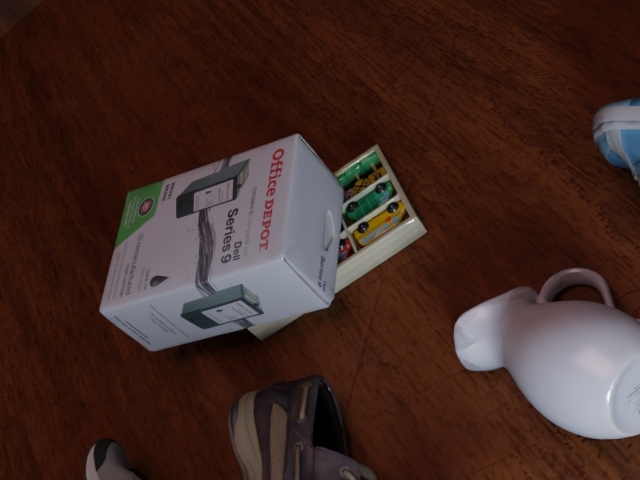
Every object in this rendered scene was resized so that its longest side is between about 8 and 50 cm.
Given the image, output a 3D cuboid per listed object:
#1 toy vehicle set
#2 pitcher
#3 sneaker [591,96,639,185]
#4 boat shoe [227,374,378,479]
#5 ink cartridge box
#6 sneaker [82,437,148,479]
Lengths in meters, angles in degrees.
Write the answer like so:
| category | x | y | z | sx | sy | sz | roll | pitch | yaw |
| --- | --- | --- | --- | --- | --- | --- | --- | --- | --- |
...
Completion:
| category | x | y | z | sx | sy | sz | roll | pitch | yaw |
| --- | --- | --- | --- | --- | --- | --- | --- | --- | --- |
| toy vehicle set | 0.000 | 0.000 | 1.293 | 0.266 | 0.035 | 0.166 | -34 | 42 | 10 |
| pitcher | 0.262 | 0.100 | 0.960 | 0.177 | 0.126 | 0.207 | -36 | 28 | -16 |
| sneaker | 0.362 | -0.041 | 0.969 | 0.127 | 0.319 | 0.208 | 1 | 92 | -5 |
| boat shoe | -0.002 | 0.273 | 0.997 | 0.130 | 0.132 | 0.355 | -34 | 43 | 10 |
| ink cartridge box | -0.127 | 0.005 | 1.265 | 0.289 | 0.121 | 0.211 | -17 | 48 | 26 |
| sneaker | -0.197 | 0.330 | 1.136 | 0.108 | 0.100 | 0.271 | -37 | 47 | -8 |
